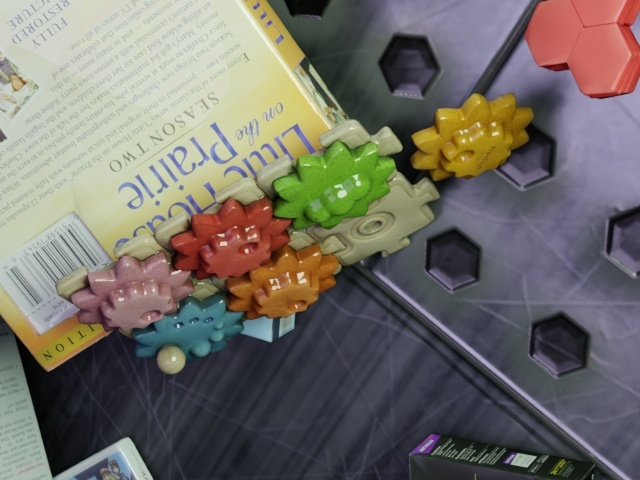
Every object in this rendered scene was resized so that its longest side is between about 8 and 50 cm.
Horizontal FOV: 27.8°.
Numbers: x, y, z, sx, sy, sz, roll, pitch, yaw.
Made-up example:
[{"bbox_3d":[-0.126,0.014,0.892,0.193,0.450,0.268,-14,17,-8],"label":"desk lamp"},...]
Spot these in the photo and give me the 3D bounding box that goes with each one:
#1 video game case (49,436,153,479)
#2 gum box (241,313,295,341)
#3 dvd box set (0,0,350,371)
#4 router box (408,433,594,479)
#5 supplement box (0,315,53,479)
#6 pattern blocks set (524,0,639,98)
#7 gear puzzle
[{"bbox_3d":[-0.201,0.298,1.191,0.201,0.023,0.183,-31,87,33],"label":"video game case"},{"bbox_3d":[-0.103,-0.018,1.037,0.184,0.041,0.157,13,110,25],"label":"gum box"},{"bbox_3d":[-0.204,-0.146,0.922,0.307,0.062,0.420,-32,102,20],"label":"dvd box set"},{"bbox_3d":[0.135,0.245,0.970,0.133,0.046,0.179,6,106,29],"label":"router box"},{"bbox_3d":[-0.334,0.163,1.164,0.111,0.114,0.220,-16,90,32],"label":"supplement box"},{"bbox_3d":[0.126,-0.267,0.773,0.325,0.026,0.285,47,121,40],"label":"pattern blocks set"},{"bbox_3d":[0.000,0.000,0.897,0.338,0.175,0.044,-28,59,12],"label":"gear puzzle"}]
